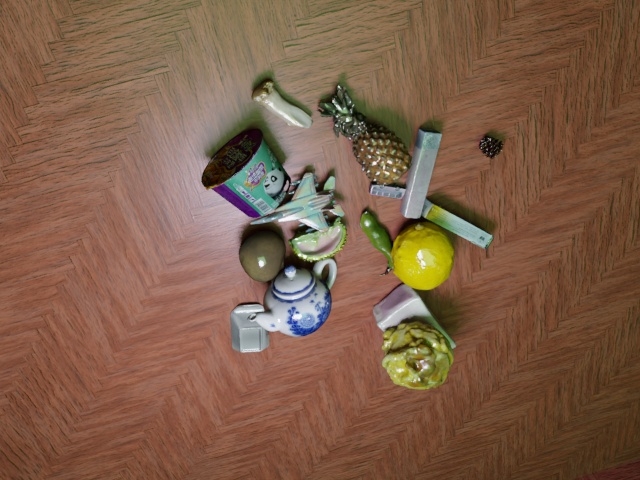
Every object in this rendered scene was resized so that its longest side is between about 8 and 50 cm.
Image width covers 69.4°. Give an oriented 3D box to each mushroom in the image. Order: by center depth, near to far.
[{"bbox_3d":[-0.118,-0.426,1.474,0.209,0.071,0.084,32,75,-27],"label":"mushroom"}]

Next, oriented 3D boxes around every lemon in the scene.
[{"bbox_3d":[0.383,0.061,1.729,0.234,0.233,0.288,-14,129,-3],"label":"lemon"}]

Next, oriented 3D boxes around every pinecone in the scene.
[{"bbox_3d":[0.608,-0.333,1.651,0.083,0.077,0.077,23,111,-15],"label":"pinecone"}]

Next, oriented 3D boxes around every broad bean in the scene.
[{"bbox_3d":[0.223,0.015,1.771,0.098,0.056,0.317,-20,121,0],"label":"broad bean"}]

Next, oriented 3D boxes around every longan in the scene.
[{"bbox_3d":[-0.207,0.053,1.649,0.189,0.189,0.189,-4,118,-8],"label":"longan"}]

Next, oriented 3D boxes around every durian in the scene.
[{"bbox_3d":[0.001,0.003,1.695,0.221,0.095,0.137,-24,93,-2],"label":"durian"}]

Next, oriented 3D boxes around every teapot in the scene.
[{"bbox_3d":[-0.087,0.201,1.684,0.424,0.252,0.279,-36,132,-33],"label":"teapot"}]

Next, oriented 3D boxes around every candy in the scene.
[{"bbox_3d":[0.388,0.359,1.930,0.208,0.145,0.358,-36,117,10],"label":"candy"}]

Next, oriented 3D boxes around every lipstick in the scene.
[{"bbox_3d":[0.355,-0.237,1.656,0.066,0.068,0.317,3,116,-13],"label":"lipstick"}]

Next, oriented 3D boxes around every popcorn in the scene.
[{"bbox_3d":[0.360,0.443,1.753,0.293,0.237,0.292,-4,115,-10],"label":"popcorn"}]

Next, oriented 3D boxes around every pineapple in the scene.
[{"bbox_3d":[0.150,-0.348,1.524,0.175,0.175,0.361,-37,103,9],"label":"pineapple"}]

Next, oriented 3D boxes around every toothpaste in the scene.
[{"bbox_3d":[0.520,-0.064,1.768,0.313,0.089,0.071,24,103,-20],"label":"toothpaste"}]

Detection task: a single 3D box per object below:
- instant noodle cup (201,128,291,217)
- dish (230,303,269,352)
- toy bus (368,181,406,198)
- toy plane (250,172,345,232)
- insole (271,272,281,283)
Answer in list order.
[{"bbox_3d":[-0.224,-0.202,1.480,0.251,0.251,0.190,-36,126,9],"label":"instant noodle cup"},{"bbox_3d":[-0.282,0.360,1.850,0.154,0.064,0.234,-2,116,-9],"label":"dish"},{"bbox_3d":[0.242,-0.183,1.681,0.131,0.037,0.052,7,118,-13],"label":"toy bus"},{"bbox_3d":[-0.087,-0.111,1.618,0.327,0.104,0.222,-15,108,6],"label":"toy plane"},{"bbox_3d":[-0.145,0.234,1.840,0.081,0.011,0.247,-13,118,-3],"label":"insole"}]
